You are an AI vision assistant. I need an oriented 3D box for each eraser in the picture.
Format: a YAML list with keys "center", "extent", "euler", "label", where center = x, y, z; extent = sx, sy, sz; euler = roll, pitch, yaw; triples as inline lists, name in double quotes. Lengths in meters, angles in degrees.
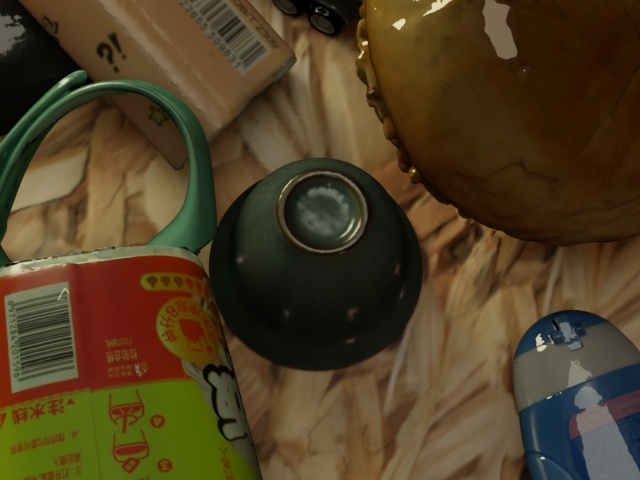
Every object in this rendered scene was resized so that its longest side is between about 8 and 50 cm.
- center: [-0.167, -0.228, 1.349]
  extent: [0.290, 0.087, 0.171]
  euler: [48, 61, -7]
  label: "eraser"

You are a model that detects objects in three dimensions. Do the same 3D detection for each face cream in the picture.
- center: [0.251, 0.183, 1.271]
  extent: [0.149, 0.083, 0.264]
  euler: [-19, 72, -10]
  label: "face cream"

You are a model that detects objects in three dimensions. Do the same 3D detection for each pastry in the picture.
- center: [0.207, -0.191, 1.297]
  extent: [0.409, 0.245, 0.410]
  euler: [5, 81, -31]
  label: "pastry"

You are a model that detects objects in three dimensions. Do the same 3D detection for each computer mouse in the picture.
- center: [-0.291, -0.186, 1.383]
  extent: [0.264, 0.088, 0.147]
  euler: [-25, 76, -14]
  label: "computer mouse"

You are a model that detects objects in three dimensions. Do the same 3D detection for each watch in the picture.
- center: [-0.203, -0.033, 1.296]
  extent: [0.237, 0.068, 0.195]
  euler: [-38, 92, 13]
  label: "watch"

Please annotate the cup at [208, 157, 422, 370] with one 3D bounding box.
- center: [0.000, 0.000, 1.291]
  extent: [0.199, 0.150, 0.199]
  euler: [1, 70, -3]
  label: "cup"

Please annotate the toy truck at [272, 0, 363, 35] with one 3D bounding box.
- center: [-0.029, -0.294, 1.411]
  extent: [0.242, 0.125, 0.101]
  euler: [28, 72, 8]
  label: "toy truck"

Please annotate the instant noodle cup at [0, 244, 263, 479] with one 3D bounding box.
- center: [-0.163, 0.184, 1.171]
  extent: [0.294, 0.294, 0.308]
  euler: [-8, 64, -6]
  label: "instant noodle cup"
